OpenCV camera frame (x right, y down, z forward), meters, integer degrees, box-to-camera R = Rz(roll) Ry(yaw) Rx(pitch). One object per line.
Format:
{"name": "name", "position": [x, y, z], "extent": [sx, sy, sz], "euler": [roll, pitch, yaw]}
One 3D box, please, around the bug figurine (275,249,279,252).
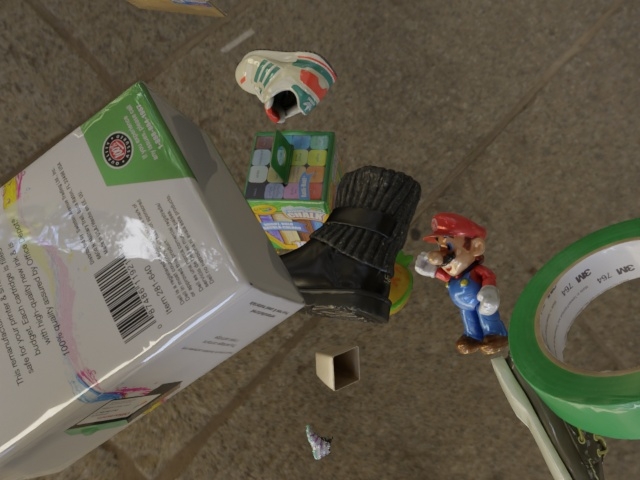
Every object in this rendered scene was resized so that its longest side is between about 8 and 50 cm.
{"name": "bug figurine", "position": [-0.219, 0.089, 1.661], "extent": [0.279, 0.216, 0.072], "euler": [-22, 84, 16]}

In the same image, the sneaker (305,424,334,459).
{"name": "sneaker", "position": [0.003, 0.537, 1.659], "extent": [0.069, 0.038, 0.098], "euler": [-19, 99, -5]}

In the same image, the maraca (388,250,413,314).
{"name": "maraca", "position": [0.138, 0.087, 1.297], "extent": [0.099, 0.127, 0.186], "euler": [64, 30, -33]}

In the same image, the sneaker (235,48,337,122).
{"name": "sneaker", "position": [-0.057, -0.179, 0.722], "extent": [0.057, 0.161, 0.075], "euler": [45, 67, -44]}

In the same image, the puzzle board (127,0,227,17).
{"name": "puzzle board", "position": [-0.197, -0.318, 0.815], "extent": [0.128, 0.096, 0.011], "euler": [7, 99, 4]}

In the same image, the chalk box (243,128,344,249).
{"name": "chalk box", "position": [-0.050, -0.119, 1.316], "extent": [0.179, 0.289, 0.180], "euler": [2, 64, 11]}

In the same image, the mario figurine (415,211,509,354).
{"name": "mario figurine", "position": [0.298, 0.096, 1.356], "extent": [0.170, 0.198, 0.321], "euler": [-9, 83, -62]}

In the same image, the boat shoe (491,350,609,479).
{"name": "boat shoe", "position": [0.363, 0.289, 0.901], "extent": [0.091, 0.109, 0.305], "euler": [-26, 54, 3]}

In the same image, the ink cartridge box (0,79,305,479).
{"name": "ink cartridge box", "position": [-0.187, 0.041, 0.510], "extent": [0.278, 0.117, 0.201], "euler": [-35, 69, 8]}

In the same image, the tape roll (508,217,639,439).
{"name": "tape roll", "position": [0.415, 0.104, 0.820], "extent": [0.077, 0.321, 0.321], "euler": [47, 70, -23]}

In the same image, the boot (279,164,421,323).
{"name": "boot", "position": [0.003, 0.001, 1.100], "extent": [0.347, 0.131, 0.260], "euler": [4, 73, 30]}

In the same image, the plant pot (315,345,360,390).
{"name": "plant pot", "position": [0.045, 0.370, 1.826], "extent": [0.109, 0.096, 0.109], "euler": [-13, 104, -42]}
